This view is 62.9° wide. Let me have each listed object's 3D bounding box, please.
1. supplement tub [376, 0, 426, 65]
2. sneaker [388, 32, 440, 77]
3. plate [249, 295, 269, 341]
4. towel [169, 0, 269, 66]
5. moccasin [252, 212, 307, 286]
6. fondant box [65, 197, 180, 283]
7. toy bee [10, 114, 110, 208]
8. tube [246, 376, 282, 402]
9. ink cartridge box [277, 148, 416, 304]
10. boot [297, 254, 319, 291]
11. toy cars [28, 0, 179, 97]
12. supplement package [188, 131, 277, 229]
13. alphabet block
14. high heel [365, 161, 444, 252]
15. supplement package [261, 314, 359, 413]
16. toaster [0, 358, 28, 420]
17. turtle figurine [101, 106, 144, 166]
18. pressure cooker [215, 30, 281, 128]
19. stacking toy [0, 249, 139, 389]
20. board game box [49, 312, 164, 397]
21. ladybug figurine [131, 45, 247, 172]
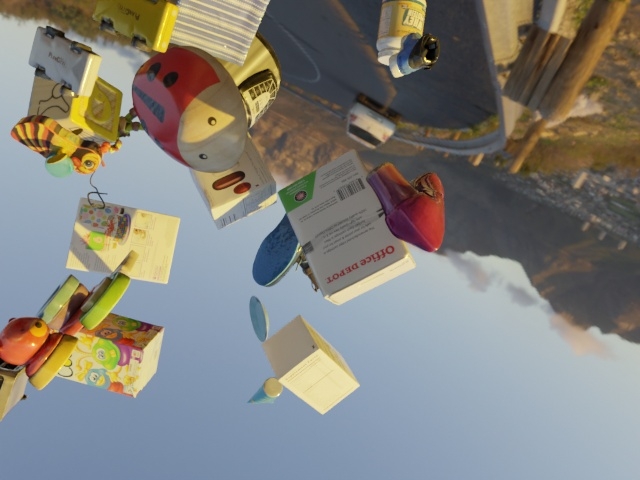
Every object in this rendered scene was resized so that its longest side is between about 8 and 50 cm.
[{"bbox_3d":[0.260,-0.682,1.701,0.144,0.200,0.144,7,-176,-1],"label":"supplement tub"},{"bbox_3d":[0.190,-0.360,0.988,0.084,0.058,0.152,-7,-149,33],"label":"sneaker"},{"bbox_3d":[-0.237,0.306,2.059,0.024,0.188,0.188,-10,-149,-26],"label":"plate"},{"bbox_3d":[-0.267,-0.666,1.465,0.243,0.336,0.040,9,-136,-31],"label":"towel"},{"bbox_3d":[-0.062,-0.005,1.491,0.137,0.342,0.117,44,-166,27],"label":"moccasin"},{"bbox_3d":[-0.675,0.003,1.806,0.330,0.238,0.096,12,178,-23],"label":"fondant box"},{"bbox_3d":[-0.665,-0.247,1.435,0.298,0.162,0.195,37,-155,-51],"label":"toy bee"},{"bbox_3d":[-0.153,0.433,1.469,0.080,0.207,0.052,9,-119,-12],"label":"tube"},{"bbox_3d":[0.059,-0.027,1.202,0.289,0.211,0.121,66,-170,22],"label":"ink cartridge box"},{"bbox_3d":[0.000,0.000,1.628,0.229,0.263,0.091,41,-179,-9],"label":"boot"},{"bbox_3d":[-0.393,-0.366,0.969,0.393,0.177,0.087,-15,174,30],"label":"toy cars"},{"bbox_3d":[-0.263,-0.178,1.564,0.194,0.203,0.149,60,167,17],"label":"supplement package"},{"bbox_3d":[-0.790,-0.425,1.691,0.197,0.193,0.193,-1,169,23],"label":"alphabet block"},{"bbox_3d":[0.210,-0.044,1.063,0.181,0.127,0.377,58,-156,16],"label":"high heel"},{"bbox_3d":[-0.024,0.335,1.406,0.244,0.139,0.134,52,-179,-43],"label":"supplement package"},{"bbox_3d":[-0.735,0.304,1.136,0.168,0.110,0.185,19,178,-14],"label":"toaster"},{"bbox_3d":[-0.681,-0.389,1.812,0.217,0.270,0.087,-13,161,17],"label":"turtle figurine"},{"bbox_3d":[-0.394,-0.578,1.998,0.370,0.420,0.375,47,151,-21],"label":"pressure cooker"},{"bbox_3d":[-0.540,0.125,1.122,0.130,0.279,0.309,41,-173,-21],"label":"stacking toy"},{"bbox_3d":[-0.574,0.279,1.361,0.275,0.144,0.142,15,-165,1],"label":"board game box"},{"bbox_3d":[-0.365,-0.347,1.377,0.161,0.305,0.449,-11,-142,-43],"label":"ladybug figurine"}]
